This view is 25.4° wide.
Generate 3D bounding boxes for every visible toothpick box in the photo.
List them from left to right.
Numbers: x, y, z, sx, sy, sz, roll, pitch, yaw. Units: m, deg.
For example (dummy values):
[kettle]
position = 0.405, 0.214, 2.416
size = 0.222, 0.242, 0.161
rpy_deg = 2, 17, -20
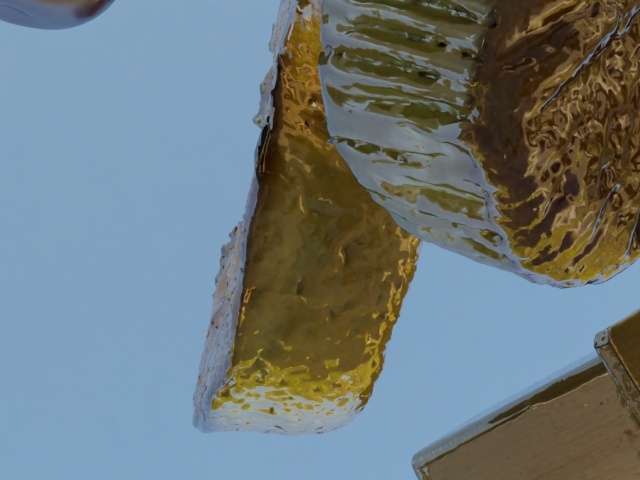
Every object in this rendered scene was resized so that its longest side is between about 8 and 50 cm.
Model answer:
[toothpick box]
position = 0.259, 0.200, 1.390
size = 0.190, 0.308, 0.187
rpy_deg = -24, -100, -48

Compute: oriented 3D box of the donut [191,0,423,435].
[donut]
position = 0.000, 0.000, 1.257
size = 0.163, 0.378, 0.435
rpy_deg = 12, -63, -5

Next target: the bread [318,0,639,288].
[bread]
position = 0.125, -0.107, 0.749
size = 0.253, 0.142, 0.227
rpy_deg = -43, -49, -31

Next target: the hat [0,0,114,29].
[hat]
position = -0.188, -0.185, 0.899
size = 0.205, 0.205, 0.089
rpy_deg = 17, -103, -21
